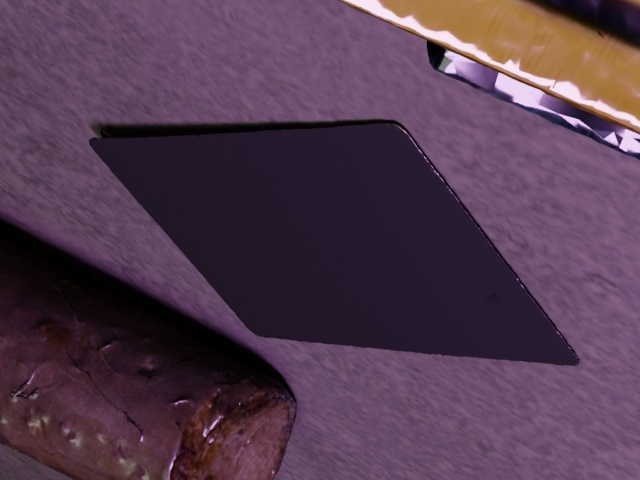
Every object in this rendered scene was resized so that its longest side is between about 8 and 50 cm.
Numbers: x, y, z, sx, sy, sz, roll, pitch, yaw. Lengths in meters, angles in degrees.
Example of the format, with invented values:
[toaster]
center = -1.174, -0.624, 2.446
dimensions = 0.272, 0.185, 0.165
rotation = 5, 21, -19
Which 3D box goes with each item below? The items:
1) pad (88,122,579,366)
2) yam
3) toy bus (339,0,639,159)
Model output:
[pad]
center = 0.000, 0.000, 0.968
dimensions = 0.265, 0.009, 0.159
rotation = 2, 137, 52
[yam]
center = -0.158, 0.083, 1.206
dimensions = 0.279, 0.131, 0.131
rotation = 25, 153, 28
[toy bus]
center = 0.064, -0.082, 0.433
dimensions = 0.335, 0.121, 0.123
rotation = 23, 117, -10
